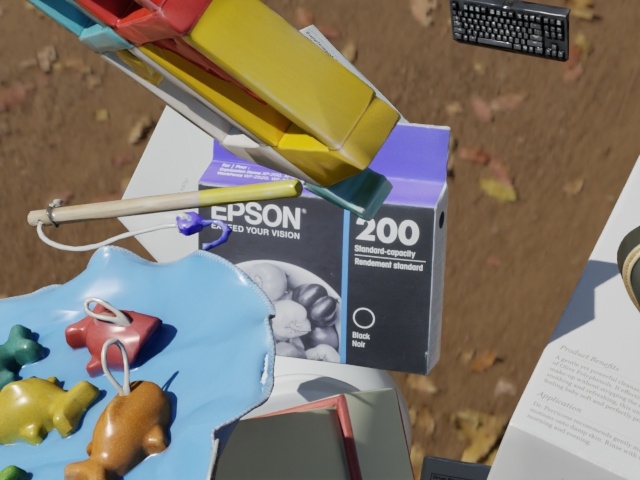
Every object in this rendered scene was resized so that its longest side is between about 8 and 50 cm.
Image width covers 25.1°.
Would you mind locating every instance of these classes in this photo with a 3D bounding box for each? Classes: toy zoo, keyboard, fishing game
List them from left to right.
[{"bbox_3d":[-0.102,0.060,0.484,0.189,0.041,0.264,-3,40,35],"label":"fishing game"},{"bbox_3d":[-0.082,-0.102,0.625,0.293,0.192,0.030,36,83,-18],"label":"toy zoo"},{"bbox_3d":[0.260,-0.307,1.985,0.180,0.108,0.023,15,36,30],"label":"keyboard"}]

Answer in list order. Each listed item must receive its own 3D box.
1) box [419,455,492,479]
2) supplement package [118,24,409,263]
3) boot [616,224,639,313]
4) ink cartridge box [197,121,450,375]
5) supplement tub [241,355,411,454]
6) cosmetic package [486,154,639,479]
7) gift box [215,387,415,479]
[{"bbox_3d":[0.185,0.387,1.703,0.148,0.127,0.232,7,76,22],"label":"box"},{"bbox_3d":[-0.059,-0.072,1.420,0.149,0.194,0.203,46,46,12],"label":"supplement package"},{"bbox_3d":[0.253,0.095,0.874,0.077,0.198,0.137,-38,26,21],"label":"boot"},{"bbox_3d":[0.000,0.000,1.191,0.206,0.208,0.045,6,19,14],"label":"ink cartridge box"},{"bbox_3d":[-0.031,0.175,1.498,0.235,0.236,0.325,-4,20,-3],"label":"supplement tub"},{"bbox_3d":[0.311,0.113,1.327,0.197,0.155,0.365,25,51,13],"label":"cosmetic package"},{"bbox_3d":[-0.097,0.200,0.689,0.276,0.258,0.255,-13,82,39],"label":"gift box"}]
